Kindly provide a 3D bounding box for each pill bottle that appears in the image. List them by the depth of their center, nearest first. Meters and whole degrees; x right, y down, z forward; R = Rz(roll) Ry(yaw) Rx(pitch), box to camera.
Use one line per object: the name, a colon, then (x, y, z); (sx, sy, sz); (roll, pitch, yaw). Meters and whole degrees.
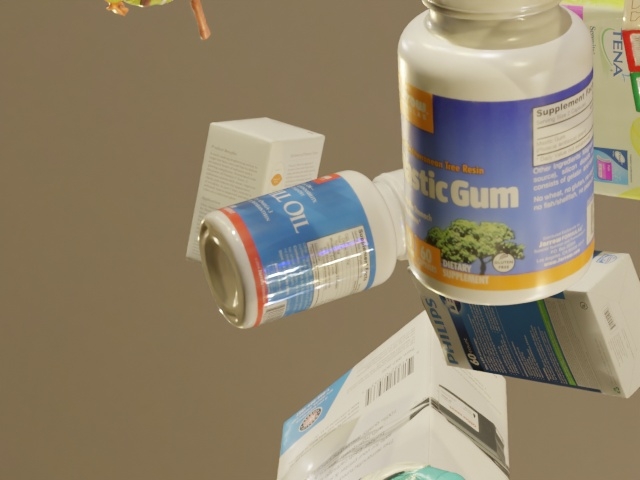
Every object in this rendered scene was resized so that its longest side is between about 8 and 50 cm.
pill bottle: (0.137, -0.100, 1.543); (0.152, 0.152, 0.272); (24, -51, 44)
pill bottle: (0.000, 0.000, 1.984); (0.124, 0.221, 0.124); (50, -30, 44)

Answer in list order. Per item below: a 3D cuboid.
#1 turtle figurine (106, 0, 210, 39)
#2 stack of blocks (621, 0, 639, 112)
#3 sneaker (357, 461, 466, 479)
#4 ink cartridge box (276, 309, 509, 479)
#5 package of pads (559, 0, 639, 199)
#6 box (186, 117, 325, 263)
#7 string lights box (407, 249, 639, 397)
turtle figurine: (-0.237, -0.295, 2.013); (0.269, 0.087, 0.217); (30, 16, -50)
stack of blocks: (0.318, -0.232, 1.427); (0.171, 0.297, 0.087); (-1, -38, 17)
sneaker: (0.092, 0.309, 1.536); (0.110, 0.107, 0.275); (-12, -90, 39)
ink cartridge box: (0.089, 0.315, 2.536); (0.285, 0.395, 0.166); (-40, -71, 22)
package of pads: (0.342, -0.153, 1.943); (0.296, 0.101, 0.229); (8, -55, 20)
box: (-0.078, -0.053, 2.376); (0.091, 0.130, 0.170); (18, -76, 27)
string lights box: (0.222, 0.076, 2.067); (0.259, 0.077, 0.133); (8, -51, 49)
